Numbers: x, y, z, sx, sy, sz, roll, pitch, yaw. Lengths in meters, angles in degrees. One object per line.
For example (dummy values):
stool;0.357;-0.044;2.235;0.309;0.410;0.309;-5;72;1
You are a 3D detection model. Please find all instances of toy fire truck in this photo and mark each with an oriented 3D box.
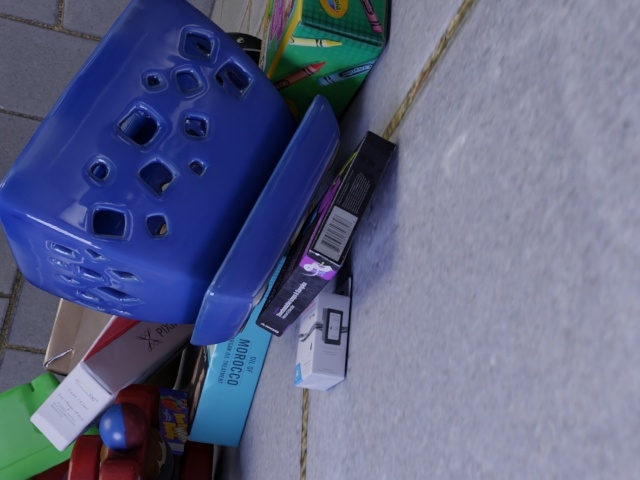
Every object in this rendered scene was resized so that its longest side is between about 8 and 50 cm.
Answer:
toy fire truck;-0.208;0.298;0.897;0.254;0.169;0.302;104;169;-57

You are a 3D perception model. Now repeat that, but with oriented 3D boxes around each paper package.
paper package;-0.331;0.107;1.452;0.325;0.168;0.309;90;-169;-80

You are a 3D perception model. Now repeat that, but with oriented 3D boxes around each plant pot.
plant pot;-0.123;-0.041;0.732;0.236;0.212;0.236;-64;3;-22

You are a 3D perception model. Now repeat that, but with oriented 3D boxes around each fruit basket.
fruit basket;-0.430;0.451;1.287;0.392;0.283;0.392;56;161;31

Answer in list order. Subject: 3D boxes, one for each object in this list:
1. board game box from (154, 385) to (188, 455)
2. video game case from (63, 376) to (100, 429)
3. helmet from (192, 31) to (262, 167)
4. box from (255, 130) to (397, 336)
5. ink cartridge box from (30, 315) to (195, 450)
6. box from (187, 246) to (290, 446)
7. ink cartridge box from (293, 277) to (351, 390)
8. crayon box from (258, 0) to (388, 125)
board game box;-0.257;0.430;1.243;0.233;0.078;0.347;-134;57;-73
video game case;-0.392;0.366;1.534;0.285;0.025;0.204;57;164;-4
helmet;-0.103;-0.159;0.964;0.169;0.169;0.161;148;115;-70
box;0.000;0.000;0.642;0.116;0.029;0.162;-64;5;-30
ink cartridge box;-0.216;0.120;1.089;0.261;0.066;0.296;-46;-3;29
box;-0.096;0.103;0.926;0.100;0.060;0.244;-113;37;-66
ink cartridge box;0.002;0.072;0.644;0.048;0.028;0.083;130;149;-61
crayon box;0.004;-0.261;0.794;0.165;0.081;0.278;129;149;-61
